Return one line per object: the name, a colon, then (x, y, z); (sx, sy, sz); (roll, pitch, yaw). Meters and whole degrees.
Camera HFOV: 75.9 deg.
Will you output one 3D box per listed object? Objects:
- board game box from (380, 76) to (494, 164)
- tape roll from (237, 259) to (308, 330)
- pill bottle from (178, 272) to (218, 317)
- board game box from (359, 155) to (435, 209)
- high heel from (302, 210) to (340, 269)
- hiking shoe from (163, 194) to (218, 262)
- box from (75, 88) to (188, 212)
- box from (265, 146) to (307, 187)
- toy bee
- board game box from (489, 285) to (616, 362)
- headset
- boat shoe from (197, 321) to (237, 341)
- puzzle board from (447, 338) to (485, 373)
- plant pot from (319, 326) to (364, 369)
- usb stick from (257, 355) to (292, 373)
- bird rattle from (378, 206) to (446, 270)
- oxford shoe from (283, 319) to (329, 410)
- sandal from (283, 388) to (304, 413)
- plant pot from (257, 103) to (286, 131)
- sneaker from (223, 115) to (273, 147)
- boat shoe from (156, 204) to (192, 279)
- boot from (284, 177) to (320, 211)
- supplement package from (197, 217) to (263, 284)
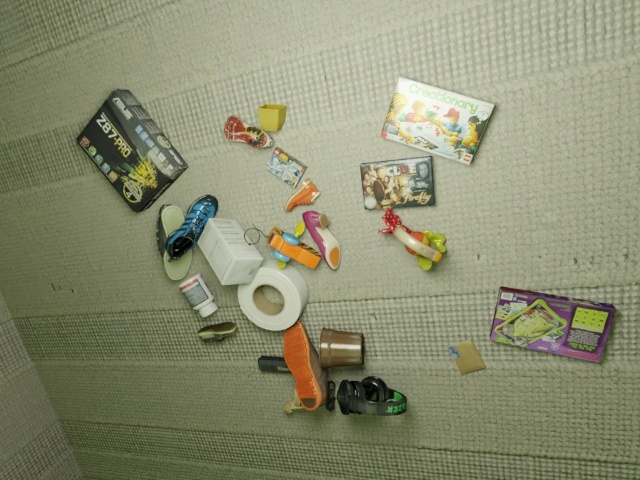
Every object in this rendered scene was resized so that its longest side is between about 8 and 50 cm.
board game box: (0.366, -0.383, 1.313); (0.305, 0.053, 0.193); (21, 114, 11)
tape roll: (-0.198, 0.226, 1.701); (0.286, 0.100, 0.286); (6, 111, 17)
pill bottle: (-0.537, 0.246, 1.820); (0.108, 0.108, 0.180); (-26, 98, 25)
board game box: (0.265, -0.197, 1.420); (0.243, 0.042, 0.165); (-3, 107, 20)
high heel: (0.000, 0.000, 1.580); (0.117, 0.082, 0.244); (12, 132, 49)
hiking shoe: (-0.508, -0.045, 1.656); (0.113, 0.132, 0.304); (34, 98, -35)
box: (-0.778, -0.361, 1.696); (0.318, 0.097, 0.395); (-35, 94, 23)
box: (-0.128, -0.274, 1.538); (0.137, 0.027, 0.094); (35, 118, 4)
toy bee: (-0.137, -0.003, 1.587); (0.195, 0.162, 0.298); (-40, 113, 7)
board game box: (0.783, 0.285, 1.411); (0.346, 0.056, 0.208); (9, 107, 16)
headset: (0.161, 0.652, 1.659); (0.394, 0.243, 0.185); (-1, 82, 49)
boat shoe: (-0.464, 0.426, 1.880); (0.223, 0.080, 0.074); (-12, 110, 28)
puzzle board: (0.555, 0.443, 1.565); (0.096, 0.011, 0.128); (-27, 98, 26)
plant pot: (0.090, 0.435, 1.648); (0.165, 0.167, 0.167); (-1, 108, 12)
usb stick: (-0.150, 0.557, 1.831); (0.277, 0.045, 0.077); (-2, 107, 19)
bird rattle: (0.316, -0.010, 1.384); (0.253, 0.207, 0.143); (37, 100, -12)
oxford shoe: (-0.055, 0.511, 1.720); (0.130, 0.132, 0.364); (-25, 71, 31)
sandal: (-0.100, 0.704, 1.843); (0.240, 0.088, 0.079); (-35, 101, 31)
plant pot: (-0.172, -0.436, 1.469); (0.081, 0.081, 0.083); (10, 120, 16)
sneaker: (-0.269, -0.388, 1.515); (0.225, 0.092, 0.088); (32, 103, 25)
boat shoe: (-0.646, 0.003, 1.774); (0.113, 0.127, 0.340); (25, 127, 43)
boot: (-0.071, -0.151, 1.547); (0.084, 0.059, 0.158); (43, 115, -5)
supplement package: (-0.358, 0.039, 1.615); (0.244, 0.133, 0.139); (51, 121, 31)
